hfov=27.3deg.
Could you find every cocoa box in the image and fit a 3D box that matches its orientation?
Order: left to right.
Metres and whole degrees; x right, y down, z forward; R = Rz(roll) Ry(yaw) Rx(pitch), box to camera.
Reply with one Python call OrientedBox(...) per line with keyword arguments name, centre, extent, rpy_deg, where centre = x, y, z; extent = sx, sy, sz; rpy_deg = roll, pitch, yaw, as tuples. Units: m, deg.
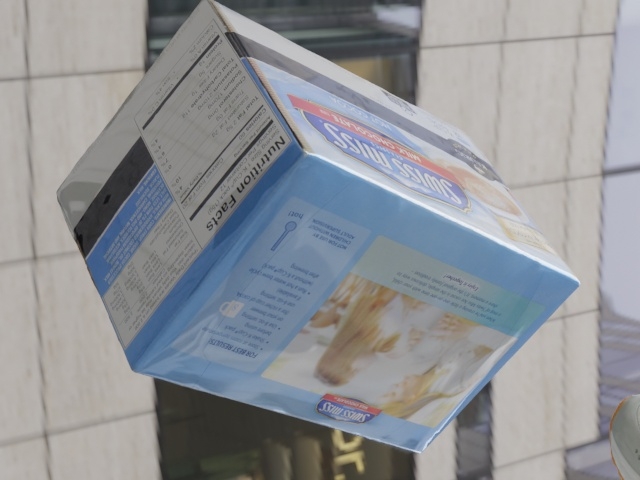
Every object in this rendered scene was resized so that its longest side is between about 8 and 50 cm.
OrientedBox(name="cocoa box", centre=(0.000, 0.000, 1.120), extent=(0.231, 0.347, 0.228), rpy_deg=(-50, -136, 19))

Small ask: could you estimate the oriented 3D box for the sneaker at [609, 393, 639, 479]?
OrientedBox(name="sneaker", centre=(0.330, 0.175, 0.923), extent=(0.262, 0.099, 0.121), rpy_deg=(34, -46, 20))
